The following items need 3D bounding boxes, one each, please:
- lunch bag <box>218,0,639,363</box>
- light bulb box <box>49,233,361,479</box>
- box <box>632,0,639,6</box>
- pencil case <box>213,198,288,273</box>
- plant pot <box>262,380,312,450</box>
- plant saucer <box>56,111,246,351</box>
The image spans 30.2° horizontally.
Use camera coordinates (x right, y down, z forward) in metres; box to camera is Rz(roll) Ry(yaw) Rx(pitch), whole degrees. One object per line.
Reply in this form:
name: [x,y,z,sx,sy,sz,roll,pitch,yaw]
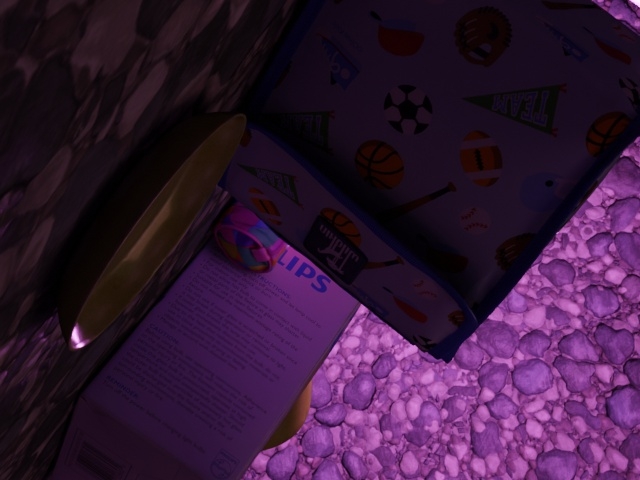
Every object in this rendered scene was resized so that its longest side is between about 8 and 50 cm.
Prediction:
lunch bag: [0.099,-0.094,1.179,0.385,0.328,0.239,-54,174,35]
light bulb box: [-0.163,0.213,1.655,0.361,0.225,0.358,-53,177,-36]
box: [0.376,-0.444,1.707,0.067,0.324,0.063,-52,-179,8]
pencil case: [-0.043,-0.066,1.579,0.236,0.104,0.104,-53,178,-27]
plant pot: [-0.126,0.197,2.196,0.274,0.275,0.293,-52,165,-42]
plant saucer: [-0.146,-0.016,0.982,0.241,0.037,0.241,-54,177,-4]
